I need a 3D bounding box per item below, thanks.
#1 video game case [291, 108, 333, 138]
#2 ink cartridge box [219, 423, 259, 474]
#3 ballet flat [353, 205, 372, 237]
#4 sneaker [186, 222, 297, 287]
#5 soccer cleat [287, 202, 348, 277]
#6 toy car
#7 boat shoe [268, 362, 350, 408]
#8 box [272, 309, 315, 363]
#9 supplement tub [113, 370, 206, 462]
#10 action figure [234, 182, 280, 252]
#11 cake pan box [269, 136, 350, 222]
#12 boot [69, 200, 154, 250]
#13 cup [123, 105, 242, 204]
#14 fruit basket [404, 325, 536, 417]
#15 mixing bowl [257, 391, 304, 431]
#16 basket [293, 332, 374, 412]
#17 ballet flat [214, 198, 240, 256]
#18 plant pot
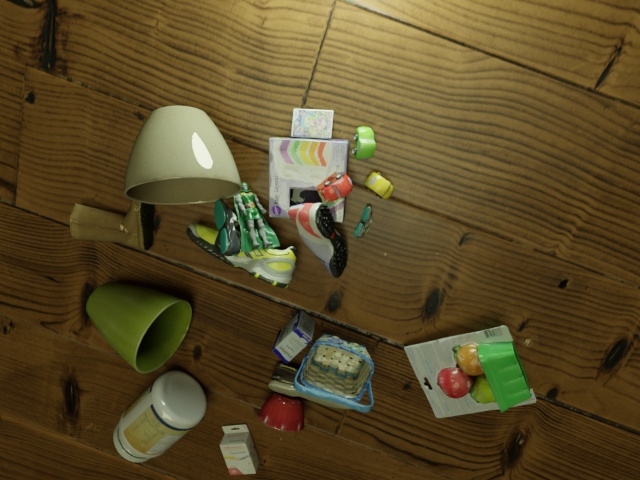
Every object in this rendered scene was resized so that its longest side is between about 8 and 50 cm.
[{"bbox_3d":[-0.025,-0.354,1.330,0.122,0.011,0.087,4,85,6],"label":"video game case"},{"bbox_3d":[-0.332,0.847,1.776,0.115,0.067,0.198,-11,107,11],"label":"ink cartridge box"},{"bbox_3d":[0.146,-0.057,1.421,0.041,0.041,0.114,23,111,-1],"label":"ballet flat"},{"bbox_3d":[-0.257,0.023,1.464,0.385,0.145,0.147,25,83,-1],"label":"sneaker"},{"bbox_3d":[0.000,0.000,1.389,0.116,0.108,0.318,8,144,29],"label":"soccer cleat"},{"bbox_3d":[0.126,-0.222,1.306,0.239,0.053,0.224,-3,110,-19],"label":"toy car"},{"bbox_3d":[-0.023,0.535,1.607,0.325,0.096,0.116,14,146,5],"label":"boat shoe"},{"bbox_3d":[-0.092,0.335,1.536,0.072,0.126,0.137,41,109,-9],"label":"box"},{"bbox_3d":[-0.612,0.672,1.666,0.228,0.228,0.316,44,109,-9],"label":"supplement tub"},{"bbox_3d":[-0.219,-0.082,1.399,0.063,0.137,0.232,-40,65,46],"label":"action figure"},{"bbox_3d":[-0.039,-0.187,1.380,0.246,0.070,0.266,6,110,7],"label":"cake pan box"},{"bbox_3d":[-0.713,-0.086,1.490,0.270,0.089,0.236,12,110,4],"label":"boot"},{"bbox_3d":[-0.409,-0.254,1.300,0.331,0.331,0.236,-7,83,10],"label":"cup"},{"bbox_3d":[0.512,0.455,1.511,0.353,0.165,0.327,-19,106,29],"label":"fruit basket"},{"bbox_3d":[-0.133,0.623,1.634,0.182,0.181,0.098,16,88,1],"label":"mixing bowl"},{"bbox_3d":[0.049,0.444,1.469,0.255,0.289,0.201,19,110,-1],"label":"basket"},{"bbox_3d":[-0.289,-0.038,1.384,0.074,0.074,0.203,-24,60,15],"label":"ballet flat"},{"bbox_3d":[-0.657,0.268,1.533,0.294,0.275,0.274,25,111,15],"label":"plant pot"}]
